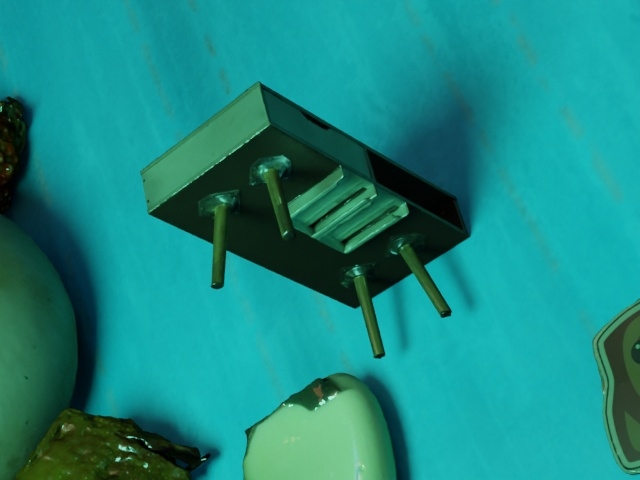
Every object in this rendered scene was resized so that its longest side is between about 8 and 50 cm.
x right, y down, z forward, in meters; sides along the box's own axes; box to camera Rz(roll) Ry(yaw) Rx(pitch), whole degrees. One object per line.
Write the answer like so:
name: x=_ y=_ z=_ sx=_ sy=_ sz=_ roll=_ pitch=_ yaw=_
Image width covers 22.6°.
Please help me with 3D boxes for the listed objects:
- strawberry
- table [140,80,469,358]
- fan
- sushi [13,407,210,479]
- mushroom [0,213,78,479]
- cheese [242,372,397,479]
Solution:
strawberry: x=-0.406 y=-0.060 z=1.662 sx=0.175 sy=0.107 sz=0.236 roll=38 pitch=99 yaw=44
table: x=0.000 y=0.000 z=1.186 sx=0.121 sy=0.240 sz=0.111 roll=-35 pitch=51 yaw=26
fan: x=0.247 y=0.055 z=1.108 sx=0.132 sy=0.009 sz=0.220 roll=-18 pitch=62 yaw=32
sushi: x=-0.219 y=0.263 z=1.347 sx=0.287 sy=0.140 sz=0.149 roll=-54 pitch=10 yaw=10
mushroom: x=-0.396 y=0.131 z=1.492 sx=0.362 sy=0.294 sz=0.362 roll=-6 pitch=57 yaw=9
cheese: x=0.021 y=0.226 z=1.203 sx=0.127 sy=0.054 sz=0.251 roll=-38 pitch=52 yaw=22
